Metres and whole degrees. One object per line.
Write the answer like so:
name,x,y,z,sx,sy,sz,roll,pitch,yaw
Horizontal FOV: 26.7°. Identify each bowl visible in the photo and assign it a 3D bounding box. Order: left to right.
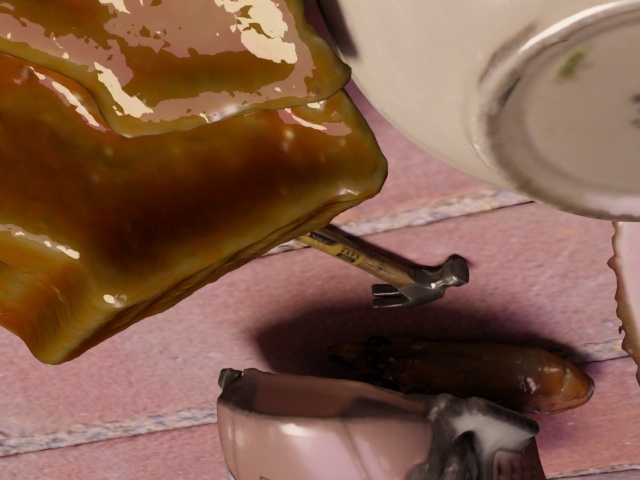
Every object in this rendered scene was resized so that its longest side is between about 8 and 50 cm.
bowl,0.121,-0.101,0.492,0.277,0.145,0.277,3,149,2

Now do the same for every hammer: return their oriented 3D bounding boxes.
hammer,0.000,0.000,0.780,0.182,0.017,0.062,24,142,-30

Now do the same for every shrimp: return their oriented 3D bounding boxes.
shrimp,0.094,0.094,0.905,0.190,0.042,0.101,11,155,-16

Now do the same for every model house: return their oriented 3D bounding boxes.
model house,-0.085,-0.043,0.545,0.239,0.173,0.268,17,159,-19

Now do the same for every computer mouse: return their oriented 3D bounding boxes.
computer mouse,0.051,0.166,0.906,0.199,0.115,0.389,7,168,28

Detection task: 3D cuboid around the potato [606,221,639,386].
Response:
potato,0.318,0.035,0.671,0.266,0.229,0.229,0,152,-26
